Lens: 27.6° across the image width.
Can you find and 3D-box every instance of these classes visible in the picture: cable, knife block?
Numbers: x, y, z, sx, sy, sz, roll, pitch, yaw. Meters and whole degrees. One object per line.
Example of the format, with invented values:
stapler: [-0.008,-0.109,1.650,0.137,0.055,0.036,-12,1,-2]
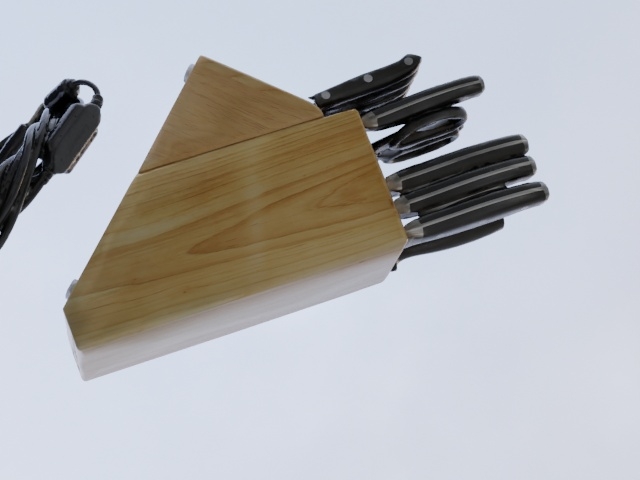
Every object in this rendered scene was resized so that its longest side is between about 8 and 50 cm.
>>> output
cable: [-0.240,-0.043,0.964,0.047,0.150,0.184,47,-131,-27]
knife block: [0.000,0.000,0.828,0.088,0.242,0.275,109,-174,-69]
